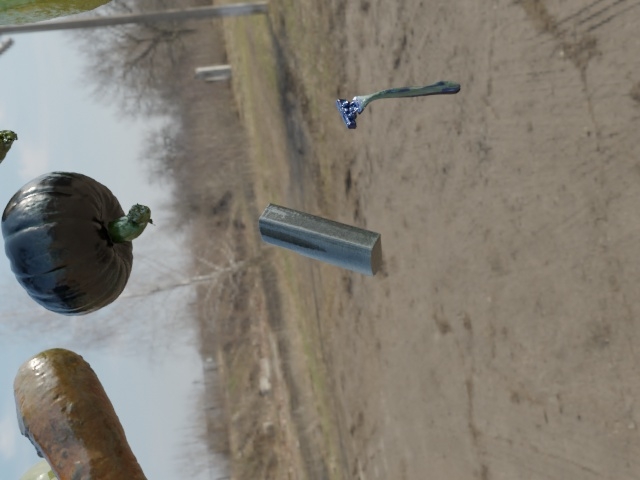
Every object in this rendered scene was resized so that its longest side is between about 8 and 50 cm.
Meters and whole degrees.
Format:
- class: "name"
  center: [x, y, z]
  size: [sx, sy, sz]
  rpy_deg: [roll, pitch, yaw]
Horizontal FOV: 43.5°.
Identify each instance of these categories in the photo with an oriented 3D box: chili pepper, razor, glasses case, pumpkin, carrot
- class: "chili pepper"
  center: [-0.825, -0.131, 1.913]
  size: [0.076, 0.359, 0.085]
  rpy_deg: [47, -149, 1]
- class: "razor"
  center: [0.204, -0.360, 1.996]
  size: [0.056, 0.324, 0.093]
  rpy_deg: [92, 160, -57]
- class: "glasses case"
  center: [0.000, 0.000, 1.310]
  size: [0.047, 0.204, 0.071]
  rpy_deg: [-58, -27, -36]
- class: "pumpkin"
  center: [-0.391, -0.003, 1.349]
  size: [0.248, 0.247, 0.248]
  rpy_deg: [173, 90, -83]
- class: "carrot"
  center: [-0.355, 0.297, 1.203]
  size: [0.302, 0.138, 0.139]
  rpy_deg: [47, 159, 20]

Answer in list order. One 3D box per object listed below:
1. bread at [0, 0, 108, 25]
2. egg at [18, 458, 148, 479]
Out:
- class: "bread"
  center: [-0.525, -0.544, 1.412]
  size: [0.348, 0.348, 0.308]
  rpy_deg: [-111, 8, -65]
- class: "egg"
  center: [-0.437, 0.504, 1.502]
  size: [0.218, 0.295, 0.219]
  rpy_deg: [-12, 73, 42]
